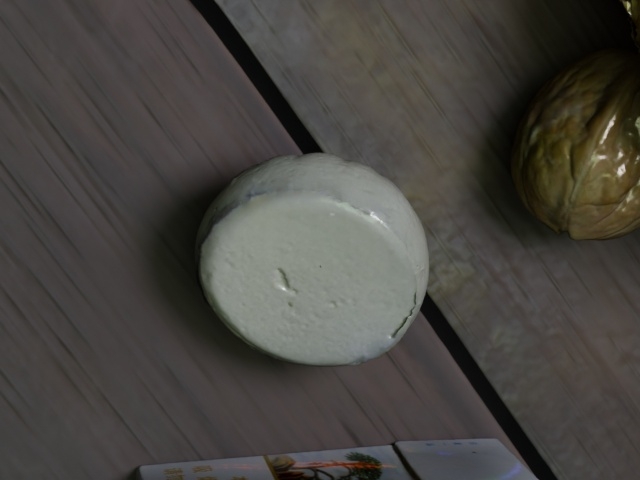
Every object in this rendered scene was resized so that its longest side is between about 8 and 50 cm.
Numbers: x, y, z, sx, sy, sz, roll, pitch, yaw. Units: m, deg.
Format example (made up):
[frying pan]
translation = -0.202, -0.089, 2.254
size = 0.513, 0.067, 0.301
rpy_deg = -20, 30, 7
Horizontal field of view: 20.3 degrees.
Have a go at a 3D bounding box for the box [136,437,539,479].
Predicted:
[box]
translation = 0.015, 0.172, 1.046
size = 0.233, 0.149, 0.067
rpy_deg = -3, 102, -11

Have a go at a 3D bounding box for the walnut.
[walnut]
translation = 0.170, -0.059, 1.068
size = 0.105, 0.105, 0.124
rpy_deg = 24, 100, -14

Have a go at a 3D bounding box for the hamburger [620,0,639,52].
[hamburger]
translation = 0.297, -0.144, 1.019
size = 0.276, 0.179, 0.294
rpy_deg = 0, 81, -35

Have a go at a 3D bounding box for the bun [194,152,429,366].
[bun]
translation = 0.000, 0.000, 1.047
size = 0.138, 0.094, 0.138
rpy_deg = 8, 130, 10
